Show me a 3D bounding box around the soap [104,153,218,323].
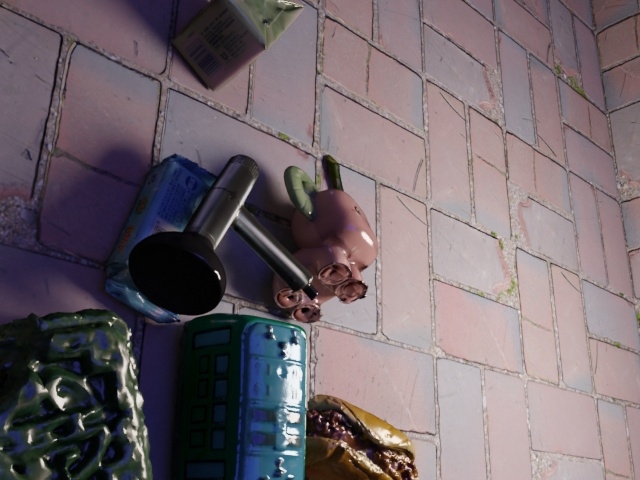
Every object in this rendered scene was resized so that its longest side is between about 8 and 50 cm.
[{"bbox_3d":[-0.263,-0.007,1.244,0.156,0.077,0.293,37,53,-31],"label":"soap"}]

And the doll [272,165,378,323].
[{"bbox_3d":[0.000,0.000,1.454,0.284,0.216,0.268,50,19,-42],"label":"doll"}]

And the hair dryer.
[{"bbox_3d":[-0.117,0.022,1.201,0.284,0.156,0.320,40,42,-3],"label":"hair dryer"}]

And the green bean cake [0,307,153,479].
[{"bbox_3d":[-0.394,0.255,0.952,0.307,0.169,0.300,-6,80,-44],"label":"green bean cake"}]

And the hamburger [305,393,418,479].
[{"bbox_3d":[0.072,0.412,1.364,0.282,0.245,0.156,90,11,-52],"label":"hamburger"}]

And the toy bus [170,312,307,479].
[{"bbox_3d":[-0.126,0.291,1.186,0.183,0.199,0.344,17,66,-41],"label":"toy bus"}]

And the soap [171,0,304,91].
[{"bbox_3d":[-0.163,-0.428,1.413,0.138,0.199,0.182,47,48,-17],"label":"soap"}]

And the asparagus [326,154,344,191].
[{"bbox_3d":[0.053,-0.087,1.625,0.034,0.027,0.236,-14,85,-36],"label":"asparagus"}]
